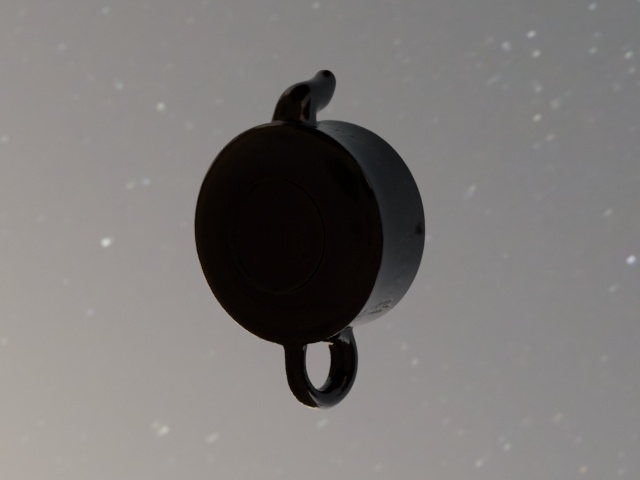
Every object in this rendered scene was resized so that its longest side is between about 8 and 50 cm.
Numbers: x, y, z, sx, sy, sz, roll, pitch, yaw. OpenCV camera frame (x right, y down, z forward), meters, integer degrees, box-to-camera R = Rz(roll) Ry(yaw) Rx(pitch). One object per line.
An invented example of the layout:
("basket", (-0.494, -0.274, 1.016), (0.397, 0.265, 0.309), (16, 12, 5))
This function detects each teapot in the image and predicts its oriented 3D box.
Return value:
("teapot", (0.000, 0.000, 0.522), (0.068, 0.045, 0.100), (1, -82, 37))
